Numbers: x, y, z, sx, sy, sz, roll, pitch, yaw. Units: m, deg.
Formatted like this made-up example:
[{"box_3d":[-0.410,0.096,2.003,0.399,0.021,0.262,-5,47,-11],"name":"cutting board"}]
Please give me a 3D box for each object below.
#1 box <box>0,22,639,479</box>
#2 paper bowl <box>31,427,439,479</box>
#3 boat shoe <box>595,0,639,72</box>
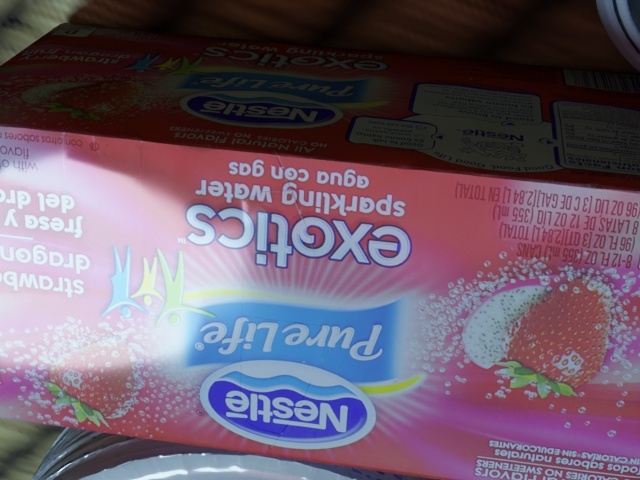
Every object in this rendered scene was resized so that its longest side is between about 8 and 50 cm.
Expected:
[{"box_3d":[0.000,0.000,0.405,0.256,0.128,0.123,6,116,6],"name":"box"},{"box_3d":[-0.027,0.206,0.499,0.284,0.148,0.284,3,115,8],"name":"paper bowl"},{"box_3d":[0.208,-0.168,0.292,0.121,0.119,0.335,38,116,-9],"name":"boat shoe"}]
